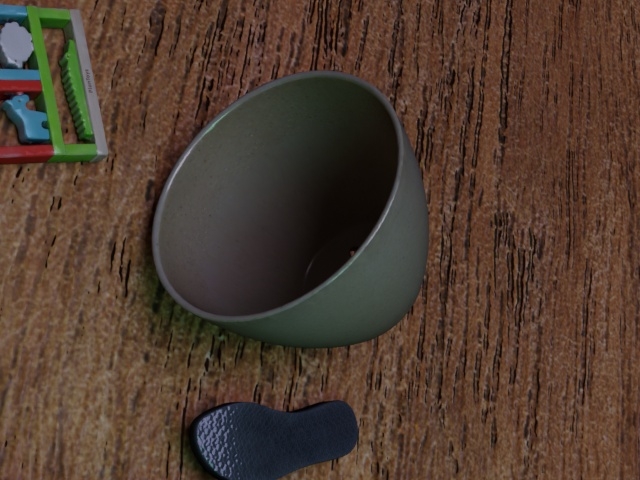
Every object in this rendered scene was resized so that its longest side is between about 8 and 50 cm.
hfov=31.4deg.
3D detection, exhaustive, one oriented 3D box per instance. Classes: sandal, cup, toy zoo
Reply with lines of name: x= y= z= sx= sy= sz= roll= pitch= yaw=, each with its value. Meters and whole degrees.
sandal: x=-0.059 y=0.243 z=1.374 sx=0.254 sy=0.054 sz=0.097 roll=7 pitch=76 yaw=-45
cup: x=0.000 y=0.000 z=1.365 sx=0.237 sy=0.331 sz=0.331 roll=46 pitch=48 yaw=-46
toy zoo: x=-0.395 y=-0.179 z=1.291 sx=0.293 sy=0.030 sz=0.192 roll=-5 pitch=76 yaw=-37
